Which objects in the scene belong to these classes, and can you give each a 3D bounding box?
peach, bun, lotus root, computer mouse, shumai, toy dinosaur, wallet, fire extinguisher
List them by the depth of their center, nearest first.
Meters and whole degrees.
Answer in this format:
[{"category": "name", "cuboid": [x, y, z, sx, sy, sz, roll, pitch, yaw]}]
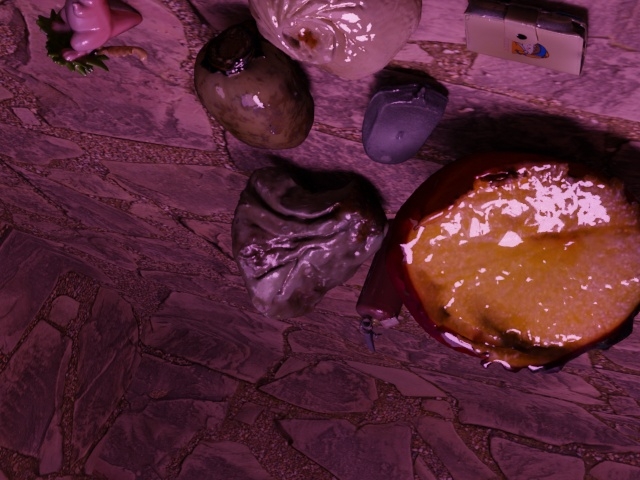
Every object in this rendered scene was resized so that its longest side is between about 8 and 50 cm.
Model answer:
[{"category": "wallet", "cuboid": [0.262, -0.265, 1.260, 0.155, 0.039, 0.110, 16, 165, 17]}, {"category": "bun", "cuboid": [0.008, -0.299, 1.276, 0.244, 0.153, 0.244, 23, 166, 6]}, {"category": "peach", "cuboid": [0.324, 0.017, 1.560, 0.417, 0.353, 0.339, 10, 116, 49]}, {"category": "computer mouse", "cuboid": [0.128, -0.200, 1.562, 0.113, 0.068, 0.229, 6, 154, -12]}, {"category": "toy dinosaur", "cuboid": [-0.365, -0.377, 1.573, 0.177, 0.152, 0.194, -38, 139, 24]}, {"category": "lotus root", "cuboid": [-0.094, -0.230, 1.595, 0.173, 0.173, 0.309, 13, 167, 24]}, {"category": "shumai", "cuboid": [0.000, 0.000, 1.964, 0.264, 0.303, 0.309, -9, 153, 37]}, {"category": "fire extinguisher", "cuboid": [0.142, 0.096, 2.073, 0.105, 0.268, 0.105, 19, 162, 6]}]
